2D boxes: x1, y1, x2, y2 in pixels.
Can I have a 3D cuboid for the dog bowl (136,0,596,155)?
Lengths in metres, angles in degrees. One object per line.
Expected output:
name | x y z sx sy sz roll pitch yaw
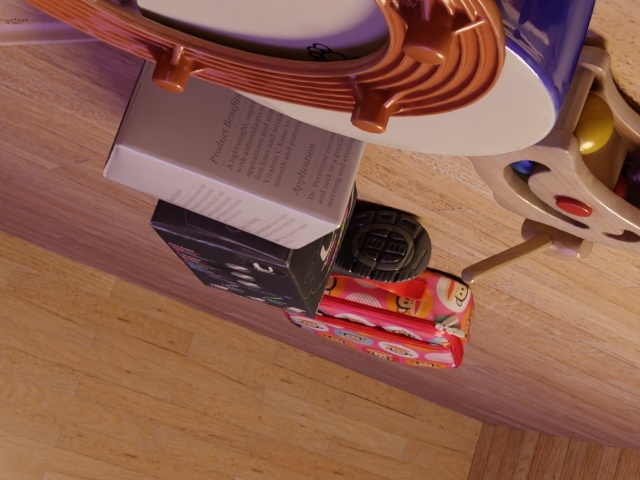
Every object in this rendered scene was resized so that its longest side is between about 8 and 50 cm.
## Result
dog bowl | 0.028 -0.149 0.671 0.265 0.104 0.265 17 168 4

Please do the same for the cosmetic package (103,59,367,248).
cosmetic package | -0.063 -0.099 0.919 0.183 0.151 0.151 21 168 -11

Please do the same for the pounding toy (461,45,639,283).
pounding toy | 0.197 -0.024 0.858 0.154 0.155 0.269 17 169 28

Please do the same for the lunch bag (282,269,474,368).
lunch bag | 0.081 0.089 1.665 0.293 0.120 0.258 14 163 14

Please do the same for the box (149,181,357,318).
box | -0.056 -0.035 1.159 0.143 0.165 0.270 17 168 9

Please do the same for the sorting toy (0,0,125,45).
sorting toy | -0.263 -0.214 0.874 0.193 0.038 0.208 -2 163 0

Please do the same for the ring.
ring | -0.072 -0.128 0.565 0.336 0.032 0.336 18 170 3

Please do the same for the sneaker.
sneaker | 0.000 0.000 1.404 0.286 0.109 0.130 18 174 12
